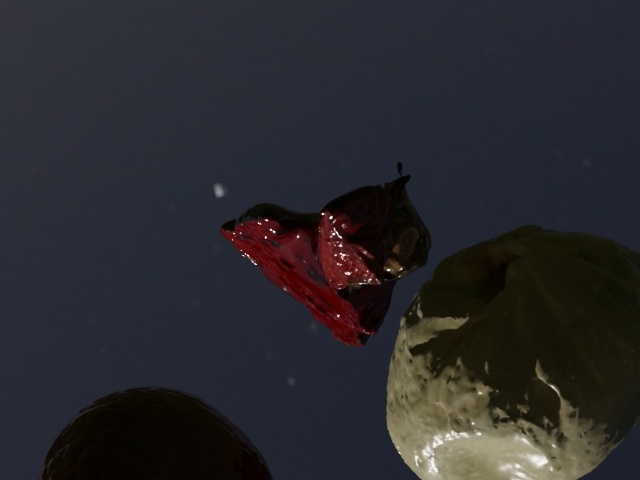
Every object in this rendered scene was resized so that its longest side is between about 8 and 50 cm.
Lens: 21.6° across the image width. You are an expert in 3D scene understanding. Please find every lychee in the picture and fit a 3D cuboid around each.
[{"bbox_3d":[-0.164,0.268,1.669,0.255,0.300,0.255,-8,-111,22],"label":"lychee"}]

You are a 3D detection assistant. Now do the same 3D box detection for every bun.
[{"bbox_3d":[0.214,0.112,1.839,0.349,0.227,0.352,-30,-162,15],"label":"bun"}]

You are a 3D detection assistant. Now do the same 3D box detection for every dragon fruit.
[{"bbox_3d":[0.014,-0.013,1.049,0.092,0.122,0.192,-50,177,-12],"label":"dragon fruit"}]
